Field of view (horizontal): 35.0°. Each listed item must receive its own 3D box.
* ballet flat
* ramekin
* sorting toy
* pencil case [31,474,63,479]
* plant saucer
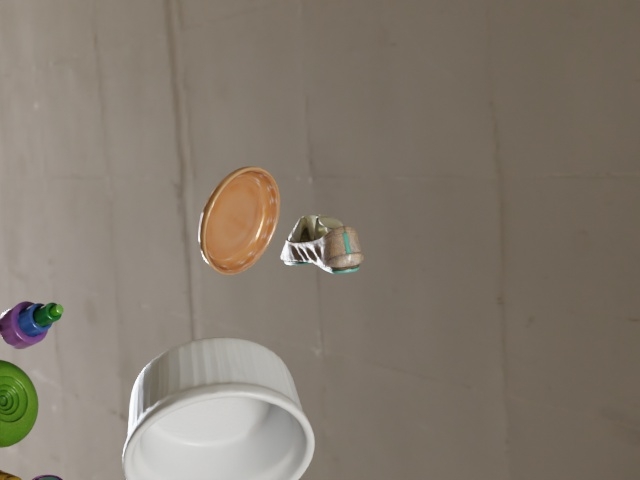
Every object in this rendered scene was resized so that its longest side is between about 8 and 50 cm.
[{"bbox_3d":[0.000,0.000,2.060,0.316,0.107,0.106,5,-74,64],"label":"ballet flat"},{"bbox_3d":[-0.155,0.271,1.509,0.135,0.277,0.277,-106,-147,-48],"label":"ramekin"},{"bbox_3d":[-0.419,0.232,1.393,0.126,0.127,0.366,-24,-136,34],"label":"sorting toy"},{"bbox_3d":[-0.428,0.440,1.565,0.070,0.064,0.152,27,-64,40],"label":"pencil case"},{"bbox_3d":[-0.148,-0.038,1.798,0.037,0.200,0.200,21,-70,32],"label":"plant saucer"}]
